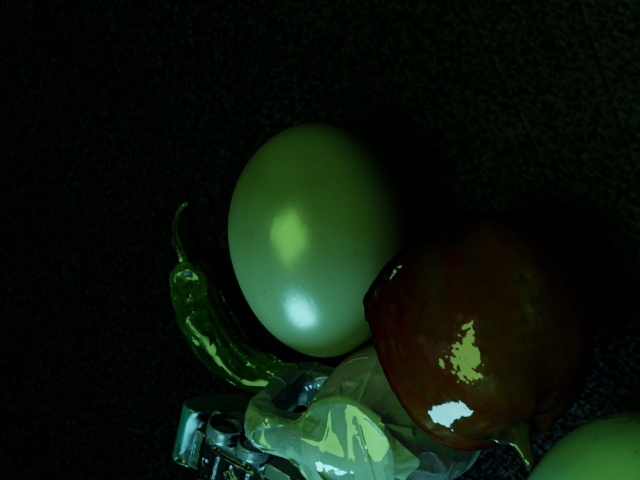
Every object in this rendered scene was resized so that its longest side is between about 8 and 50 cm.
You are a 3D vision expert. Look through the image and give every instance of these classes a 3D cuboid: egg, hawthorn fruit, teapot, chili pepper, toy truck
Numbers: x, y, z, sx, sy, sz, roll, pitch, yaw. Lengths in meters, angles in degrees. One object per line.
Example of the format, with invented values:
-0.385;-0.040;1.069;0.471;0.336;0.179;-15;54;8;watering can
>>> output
0.000;0.000;1.966;0.186;0.186;0.242;19;121;37;egg
0.271;0.261;1.805;0.183;0.183;0.264;56;139;14;egg
0.157;0.096;1.832;0.215;0.215;0.250;-38;55;42;hawthorn fruit
0.040;0.173;1.974;0.221;0.178;0.163;38;121;18;teapot
-0.104;0.095;2.176;0.279;0.065;0.122;47;116;18;chili pepper
-0.049;0.256;2.129;0.253;0.124;0.114;26;120;23;toy truck
